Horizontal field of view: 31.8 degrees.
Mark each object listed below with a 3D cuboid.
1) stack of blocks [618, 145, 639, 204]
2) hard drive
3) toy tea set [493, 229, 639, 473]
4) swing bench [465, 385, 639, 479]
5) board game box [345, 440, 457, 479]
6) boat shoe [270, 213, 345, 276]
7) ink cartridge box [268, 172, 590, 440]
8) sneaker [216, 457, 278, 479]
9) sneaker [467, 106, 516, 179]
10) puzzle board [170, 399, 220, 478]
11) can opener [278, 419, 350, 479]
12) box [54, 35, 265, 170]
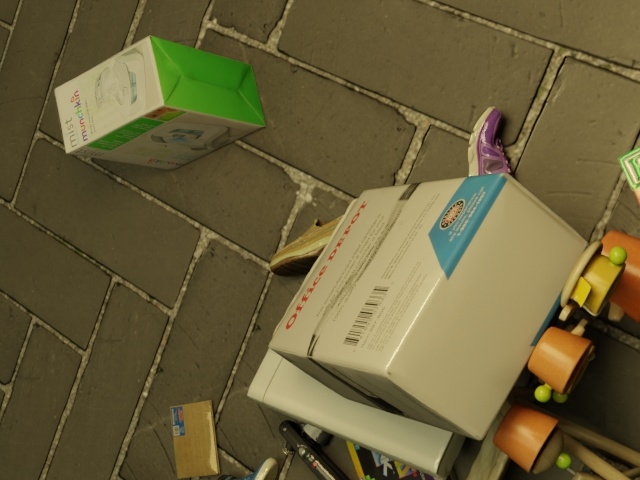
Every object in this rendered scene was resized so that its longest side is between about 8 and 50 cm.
[{"bbox_3d":[0.472,-0.025,1.335,0.087,0.297,0.171,-30,71,27],"label":"stack of blocks"},{"bbox_3d":[0.080,0.191,1.697,0.353,0.047,0.233,17,71,35],"label":"hard drive"},{"bbox_3d":[0.333,0.140,1.346,0.124,0.200,0.336,30,122,20],"label":"toy tea set"},{"bbox_3d":[0.296,0.366,1.514,0.255,0.165,0.253,28,103,33],"label":"swing bench"},{"bbox_3d":[0.117,0.322,1.713,0.141,0.048,0.170,-31,70,31],"label":"board game box"},{"bbox_3d":[0.000,0.000,1.814,0.190,0.068,0.072,-21,63,22],"label":"boat shoe"},{"bbox_3d":[0.126,0.078,1.490,0.285,0.166,0.395,-58,19,-13],"label":"ink cartridge box"},{"bbox_3d":[-0.134,0.408,1.876,0.085,0.058,0.152,35,113,23],"label":"sneaker"},{"bbox_3d":[0.254,-0.111,1.648,0.071,0.068,0.169,6,99,20],"label":"sneaker"},{"bbox_3d":[-0.220,0.349,1.970,0.096,0.011,0.128,-14,78,35],"label":"puzzle board"},{"bbox_3d":[0.000,0.352,1.786,0.073,0.059,0.186,-50,61,21],"label":"can opener"},{"bbox_3d":[-0.269,-0.225,1.890,0.231,0.262,0.126,-21,75,31],"label":"box"}]
